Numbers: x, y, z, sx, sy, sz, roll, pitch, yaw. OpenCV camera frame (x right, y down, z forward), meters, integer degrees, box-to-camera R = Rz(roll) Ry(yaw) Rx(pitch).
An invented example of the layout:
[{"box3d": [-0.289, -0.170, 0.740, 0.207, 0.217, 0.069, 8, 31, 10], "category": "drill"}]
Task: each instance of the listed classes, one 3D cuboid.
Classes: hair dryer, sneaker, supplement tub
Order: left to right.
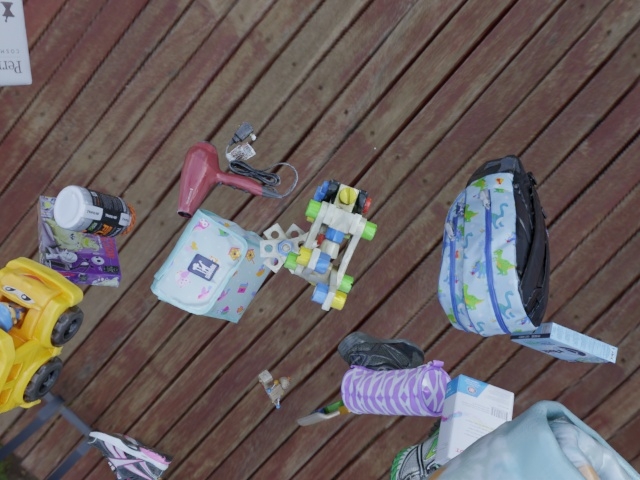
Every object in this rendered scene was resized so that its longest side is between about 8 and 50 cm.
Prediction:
[{"box3d": [-0.590, -0.071, 1.614, 0.117, 0.190, 0.117, -5, 79, 29], "category": "supplement tub"}, {"box3d": [-0.372, 0.415, 1.152, 0.178, 0.072, 0.077, 13, 73, 24], "category": "sneaker"}, {"box3d": [-0.219, -0.152, 1.434, 0.293, 0.080, 0.223, -36, 72, -19], "category": "hair dryer"}, {"box3d": [0.143, 0.257, 1.214, 0.087, 0.227, 0.130, -48, 49, 21], "category": "sneaker"}, {"box3d": [0.294, 0.532, 1.482, 0.146, 0.343, 0.134, -27, 95, 49], "category": "sneaker"}]

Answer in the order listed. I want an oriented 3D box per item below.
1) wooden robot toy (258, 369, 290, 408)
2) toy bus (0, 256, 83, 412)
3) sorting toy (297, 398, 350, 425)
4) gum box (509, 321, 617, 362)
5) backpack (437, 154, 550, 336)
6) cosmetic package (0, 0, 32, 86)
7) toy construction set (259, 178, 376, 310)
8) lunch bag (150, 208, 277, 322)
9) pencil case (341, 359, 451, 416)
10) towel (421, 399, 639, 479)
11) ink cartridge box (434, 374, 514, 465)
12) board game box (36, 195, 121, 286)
[{"box3d": [-0.127, 0.409, 1.759, 0.079, 0.076, 0.173, -34, 137, -16], "category": "wooden robot toy"}, {"box3d": [-0.478, 0.151, 0.884, 0.149, 0.211, 0.220, 28, 98, 7], "category": "toy bus"}, {"box3d": [0.080, 0.421, 1.594, 0.229, 0.307, 0.041, -13, 74, -23], "category": "sorting toy"}, {"box3d": [0.581, 0.248, 1.470, 0.184, 0.157, 0.041, 22, 74, -12], "category": "gum box"}, {"box3d": [0.386, 0.041, 1.335, 0.273, 0.355, 0.290, -17, 134, 15], "category": "backpack"}, {"box3d": [-0.407, -0.244, 0.604, 0.151, 0.151, 0.184, 9, 110, 27], "category": "cosmetic package"}, {"box3d": [0.000, 0.000, 1.109, 0.151, 0.327, 0.215, 21, 87, -19], "category": "toy construction set"}, {"box3d": [-0.252, 0.059, 1.441, 0.160, 0.262, 0.223, 35, 94, 33], "category": "lunch bag"}, {"box3d": [0.125, 0.250, 1.030, 0.206, 0.086, 0.088, -17, 72, 46], "category": "pencil case"}, {"box3d": [0.153, 0.328, 0.375, 0.374, 0.090, 0.320, 48, 114, 13], "category": "towel"}, {"box3d": [0.219, 0.267, 0.868, 0.088, 0.052, 0.122, 21, 58, -5], "category": "ink cartridge box"}, {"box3d": [-0.709, -0.002, 1.786, 0.208, 0.347, 0.056, 12, 122, -35], "category": "board game box"}]
